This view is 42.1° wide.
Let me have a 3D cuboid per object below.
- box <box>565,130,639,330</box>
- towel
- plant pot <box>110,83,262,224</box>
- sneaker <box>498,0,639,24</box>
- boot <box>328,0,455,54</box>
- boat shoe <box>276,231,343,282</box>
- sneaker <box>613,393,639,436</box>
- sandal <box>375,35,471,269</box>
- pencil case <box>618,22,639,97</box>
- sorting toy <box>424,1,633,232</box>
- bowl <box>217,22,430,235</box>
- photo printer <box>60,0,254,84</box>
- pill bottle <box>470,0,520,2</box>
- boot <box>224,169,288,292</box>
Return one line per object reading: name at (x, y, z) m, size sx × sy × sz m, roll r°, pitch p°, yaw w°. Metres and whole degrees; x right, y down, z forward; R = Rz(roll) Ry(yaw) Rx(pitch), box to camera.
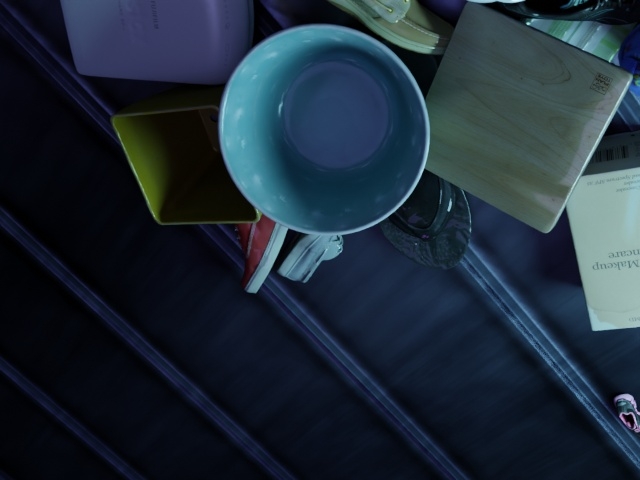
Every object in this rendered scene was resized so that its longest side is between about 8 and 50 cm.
box at (0.492, -0.011, 1.369) m, size 0.148 × 0.121 × 0.311 m, roll -10°, pitch 121°, yaw 22°
towel at (0.381, -0.319, 1.243) m, size 0.152 × 0.023 × 0.113 m, roll 26°, pitch 128°, yaw -3°
plant pot at (-0.185, -0.168, 1.400) m, size 0.212 × 0.187 × 0.212 m, roll -1°, pitch 126°, yaw 27°
sneaker at (0.384, -0.341, 1.158) m, size 0.267 × 0.106 × 0.101 m, roll -3°, pitch 114°, yaw 6°
boot at (0.121, -0.409, 1.213) m, size 0.262 × 0.095 × 0.203 m, roll 31°, pitch 126°, yaw -3°
boat shoe at (0.000, 0.001, 1.555) m, size 0.081 × 0.079 × 0.227 m, roll 27°, pitch 133°, yaw -15°
sneaker at (0.618, 0.359, 1.639) m, size 0.047 × 0.057 × 0.119 m, roll -32°, pitch 112°, yaw 30°
sandal at (0.146, -0.122, 1.397) m, size 0.167 × 0.107 × 0.446 m, roll -6°, pitch 122°, yaw 19°
pencil case at (0.551, -0.190, 1.196) m, size 0.133 × 0.119 × 0.306 m, roll -45°, pitch 116°, yaw 10°
sorting toy at (0.293, -0.187, 1.241) m, size 0.257 × 0.089 × 0.255 m, roll 31°, pitch 118°, yaw 20°
bowl at (0.015, -0.177, 1.270) m, size 0.311 × 0.163 × 0.311 m, roll 3°, pitch 108°, yaw 9°
photo printer at (-0.258, -0.378, 1.330) m, size 0.307 × 0.107 × 0.256 m, roll 7°, pitch 126°, yaw 11°
pill bottle at (0.191, -0.383, 1.027) m, size 0.152 × 0.272 × 0.152 m, roll -7°, pitch 121°, yaw -11°
boot at (-0.150, -0.025, 1.569) m, size 0.176 × 0.088 × 0.244 m, roll 22°, pitch 120°, yaw 0°
